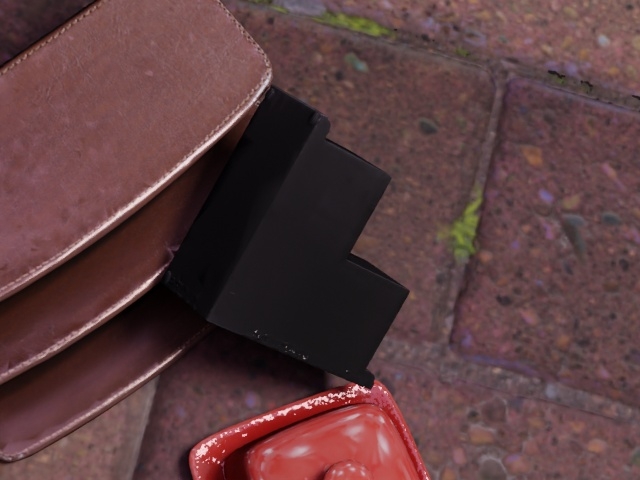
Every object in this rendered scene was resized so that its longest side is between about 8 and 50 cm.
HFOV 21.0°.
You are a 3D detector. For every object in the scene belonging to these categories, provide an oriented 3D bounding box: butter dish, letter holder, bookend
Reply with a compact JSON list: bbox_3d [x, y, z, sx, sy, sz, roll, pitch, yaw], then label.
[{"bbox_3d":[0.011,0.177,1.175,0.160,0.118,0.160,-19,76,-16],"label":"butter dish"},{"bbox_3d":[-0.157,-0.015,1.195,0.302,0.152,0.214,-38,84,-19],"label":"letter holder"},{"bbox_3d":[0.000,0.000,1.187,0.156,0.072,0.157,25,96,-37],"label":"bookend"}]
